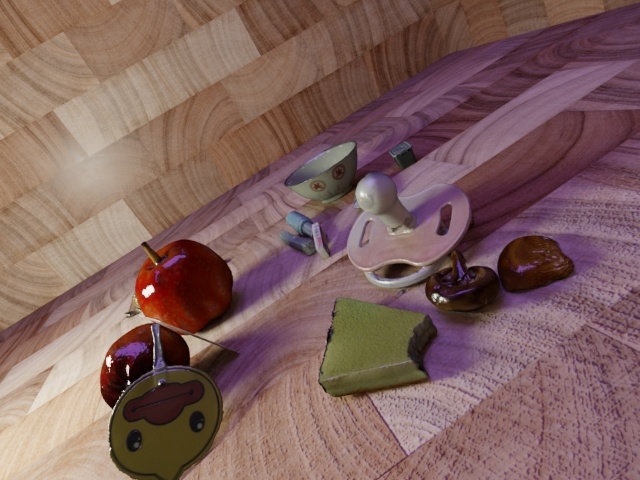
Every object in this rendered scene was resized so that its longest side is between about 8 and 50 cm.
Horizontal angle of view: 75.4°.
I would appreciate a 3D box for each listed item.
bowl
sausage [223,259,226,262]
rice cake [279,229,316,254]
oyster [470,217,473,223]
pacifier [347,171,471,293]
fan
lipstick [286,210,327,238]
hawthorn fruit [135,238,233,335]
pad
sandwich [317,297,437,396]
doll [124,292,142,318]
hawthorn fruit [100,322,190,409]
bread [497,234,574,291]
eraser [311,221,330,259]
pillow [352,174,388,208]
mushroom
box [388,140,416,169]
[{"bbox_3d":[0.031,-0.255,1.703,0.337,0.157,0.337,-27,22,12],"label":"bowl"},{"bbox_3d":[-0.432,0.097,1.715,0.116,0.026,0.026,-14,27,35],"label":"sausage"},{"bbox_3d":[-0.082,0.006,1.435,0.042,0.045,0.245,-35,22,-17],"label":"rice cake"},{"bbox_3d":[0.361,-0.072,1.021,0.038,0.081,0.083,11,76,28],"label":"oyster"},{"bbox_3d":[0.188,-0.043,0.988,0.332,0.273,0.220,-9,14,41],"label":"pacifier"},{"bbox_3d":[-0.323,0.326,0.857,0.229,0.011,0.335,-14,60,-8],"label":"fan"},{"bbox_3d":[-0.048,-0.045,1.475,0.061,0.068,0.274,-9,21,-24],"label":"lipstick"},{"bbox_3d":[-0.431,0.120,1.258,0.287,0.330,0.287,-18,39,15],"label":"hawthorn fruit"},{"bbox_3d":[-0.330,0.235,1.042,0.156,0.232,0.004,-3,60,50],"label":"pad"},{"bbox_3d":[0.118,0.181,0.802,0.212,0.063,0.245,-18,25,20],"label":"sandwich"},{"bbox_3d":[-0.679,0.229,1.645,0.115,0.105,0.221,31,64,18],"label":"doll"},{"bbox_3d":[-0.414,0.305,1.016,0.215,0.215,0.249,-28,9,6],"label":"hawthorn fruit"},{"bbox_3d":[0.395,0.035,0.780,0.126,0.044,0.129,-20,21,21],"label":"bread"},{"bbox_3d":[0.000,0.000,1.293,0.029,0.052,0.122,-24,41,12],"label":"eraser"},{"bbox_3d":[0.181,-0.182,1.498,0.128,0.051,0.229,-19,23,20],"label":"pillow"},{"bbox_3d":[0.270,0.080,0.793,0.135,0.080,0.170,-6,30,23],"label":"mushroom"},{"bbox_3d":[0.323,-0.331,1.613,0.084,0.069,0.122,-28,22,10],"label":"box"}]
